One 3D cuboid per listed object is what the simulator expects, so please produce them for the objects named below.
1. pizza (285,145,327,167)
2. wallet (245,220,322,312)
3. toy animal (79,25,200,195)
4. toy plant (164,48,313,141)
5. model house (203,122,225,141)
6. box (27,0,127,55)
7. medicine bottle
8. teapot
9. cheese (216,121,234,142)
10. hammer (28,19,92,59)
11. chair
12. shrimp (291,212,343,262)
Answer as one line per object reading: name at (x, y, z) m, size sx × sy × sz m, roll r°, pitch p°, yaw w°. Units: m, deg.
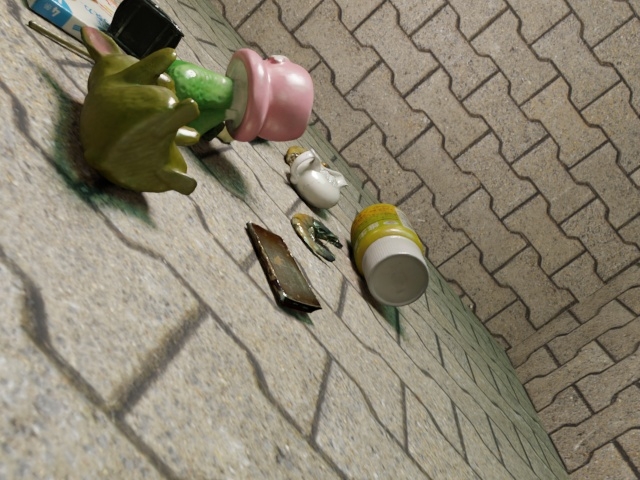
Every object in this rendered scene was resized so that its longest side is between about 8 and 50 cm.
pizza at (-0.040, -0.292, 2.073) m, size 0.182 × 0.074 × 0.365 m, roll 46°, pitch 12°, yaw 20°
wallet at (-0.084, 0.059, 1.131) m, size 0.122 × 0.031 × 0.232 m, roll 28°, pitch 24°, yaw -48°
toy animal at (-0.302, -0.237, 0.883) m, size 0.181 × 0.180 × 0.363 m, roll 95°, pitch -19°, yaw -47°
toy plant at (-0.211, -0.342, 1.240) m, size 0.356 × 0.211 × 0.317 m, roll -5°, pitch 24°, yaw -24°
model house at (-0.289, -0.298, 1.328) m, size 0.083 × 0.066 × 0.079 m, roll 43°, pitch 14°, yaw -23°
box at (-0.533, -0.518, 1.164) m, size 0.265 × 0.048 × 0.273 m, roll 59°, pitch 15°, yaw 26°
medicine bottle at (0.221, 0.042, 1.724) m, size 0.224 × 0.224 × 0.384 m, roll 46°, pitch 14°, yaw -20°
teapot at (-0.014, -0.211, 1.801) m, size 0.208 × 0.166 × 0.299 m, roll 69°, pitch 10°, yaw 21°
cheese at (-0.326, -0.377, 1.452) m, size 0.255 × 0.050 × 0.127 m, roll 49°, pitch 15°, yaw 0°
hammer at (-0.474, -0.367, 1.028) m, size 0.195 × 0.028 × 0.060 m, roll 16°, pitch 43°, yaw -61°
chair at (-0.369, -0.435, 1.091) m, size 0.145 × 0.140 × 0.221 m, roll 39°, pitch 16°, yaw -24°
shrimp at (0.000, 0.000, 1.519) m, size 0.217 × 0.051 × 0.150 m, roll 28°, pitch 29°, yaw -40°
